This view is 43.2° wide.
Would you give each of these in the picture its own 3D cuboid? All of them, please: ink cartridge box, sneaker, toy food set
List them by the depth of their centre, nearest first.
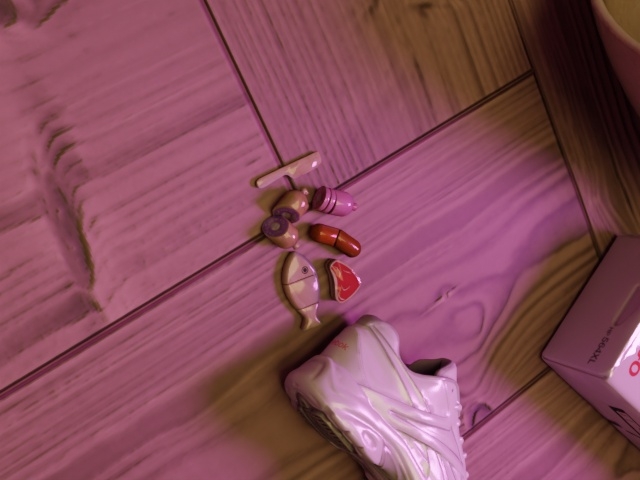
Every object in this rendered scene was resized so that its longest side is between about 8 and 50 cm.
[{"bbox_3d":[0.000,0.000,0.604,0.078,0.019,0.122,-28,108,-22],"label":"toy food set"},{"bbox_3d":[0.082,0.152,0.628,0.115,0.090,0.232,-46,114,-20],"label":"sneaker"},{"bbox_3d":[0.323,0.110,0.748,0.203,0.086,0.148,42,77,-24],"label":"ink cartridge box"}]

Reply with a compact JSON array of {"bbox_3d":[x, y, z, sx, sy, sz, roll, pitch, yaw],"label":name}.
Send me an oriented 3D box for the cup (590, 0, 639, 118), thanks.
[{"bbox_3d":[0.402,-0.147,0.659,0.331,0.331,0.237,-45,137,-16],"label":"cup"}]
